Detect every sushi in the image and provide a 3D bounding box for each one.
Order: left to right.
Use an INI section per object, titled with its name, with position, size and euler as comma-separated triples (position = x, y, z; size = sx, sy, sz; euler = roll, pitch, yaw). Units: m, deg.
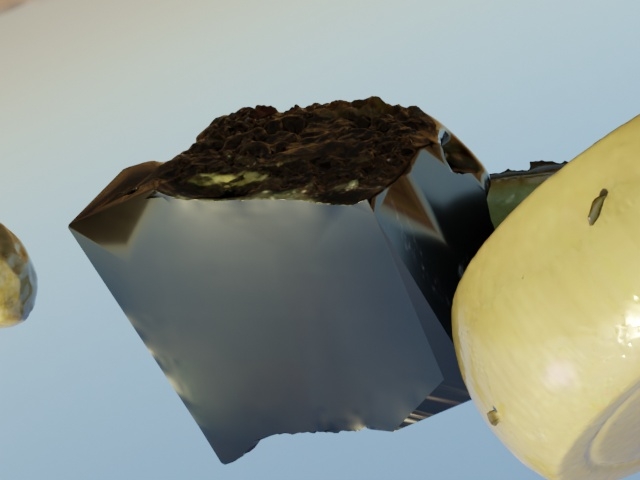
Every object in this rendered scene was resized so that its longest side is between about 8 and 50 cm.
[sushi]
position = 0.001, 0.000, 1.383
size = 0.227, 0.215, 0.212
euler = -20, -159, 34

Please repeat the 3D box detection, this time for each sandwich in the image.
[sandwich]
position = 0.201, -0.031, 1.640
size = 0.245, 0.063, 0.212
euler = -4, 178, -9

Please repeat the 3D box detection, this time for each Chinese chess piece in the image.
[Chinese chess piece]
position = 0.192, 0.017, 0.975
size = 0.273, 0.102, 0.273
euler = -26, 157, -12

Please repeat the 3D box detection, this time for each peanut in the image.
[peanut]
position = -0.361, -0.009, 1.784
size = 0.123, 0.257, 0.123
euler = -53, 171, -12
